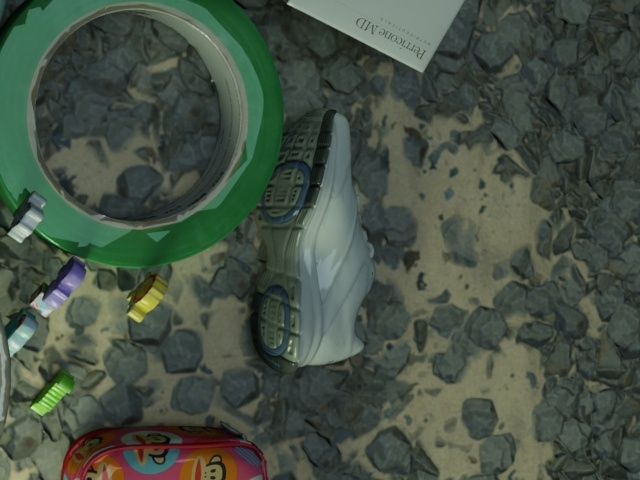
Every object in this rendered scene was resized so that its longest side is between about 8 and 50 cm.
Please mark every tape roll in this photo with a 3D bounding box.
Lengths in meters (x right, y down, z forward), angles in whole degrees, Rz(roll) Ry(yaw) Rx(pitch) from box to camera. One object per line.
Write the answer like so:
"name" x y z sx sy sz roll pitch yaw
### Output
"tape roll" -0.201 -0.133 1.628 0.321 0.077 0.321 -2 95 -22

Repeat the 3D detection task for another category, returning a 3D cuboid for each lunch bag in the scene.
"lunch bag" -0.152 0.348 1.664 0.258 0.120 0.293 2 93 -23

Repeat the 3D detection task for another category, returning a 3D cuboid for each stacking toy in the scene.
"stacking toy" -0.288 0.073 1.577 0.167 0.052 0.221 37 111 -21

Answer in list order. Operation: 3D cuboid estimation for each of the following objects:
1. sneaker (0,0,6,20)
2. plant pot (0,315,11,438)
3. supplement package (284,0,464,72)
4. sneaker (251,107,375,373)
"sneaker" -0.437 -0.233 1.502 0.256 0.094 0.151 13 78 -25
"plant pot" -0.478 0.108 1.409 0.334 0.305 0.333 -2 95 -22
"supplement package" 0.090 -0.361 1.628 0.177 0.175 0.293 24 106 -22
"sneaker" 0.000 0.000 1.722 0.129 0.111 0.297 2 98 -38
